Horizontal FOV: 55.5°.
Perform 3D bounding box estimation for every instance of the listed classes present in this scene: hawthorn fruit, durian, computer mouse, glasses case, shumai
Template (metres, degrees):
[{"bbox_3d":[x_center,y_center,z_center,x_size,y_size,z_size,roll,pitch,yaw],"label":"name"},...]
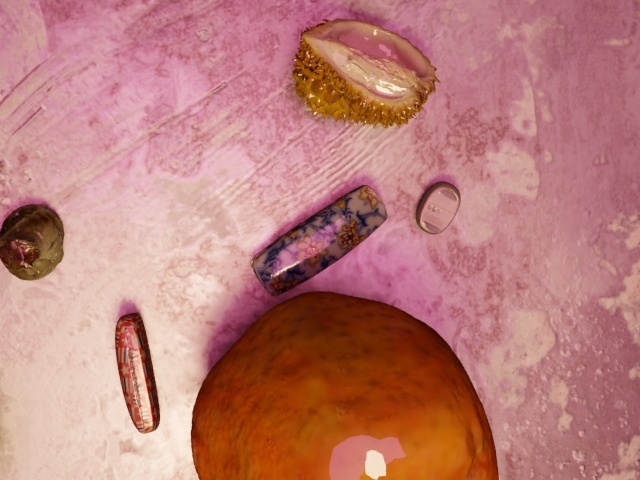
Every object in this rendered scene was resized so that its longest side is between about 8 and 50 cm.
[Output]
[{"bbox_3d":[0.034,0.309,0.874,0.471,0.472,0.472,0,93,-9],"label":"hawthorn fruit"},{"bbox_3d":[0.069,-0.265,1.000,0.249,0.183,0.138,10,128,-13],"label":"durian"},{"bbox_3d":[0.207,-0.058,1.075,0.066,0.039,0.096,28,96,-9],"label":"computer mouse"},{"bbox_3d":[-0.301,0.215,0.992,0.049,0.073,0.195,-10,94,-8],"label":"glasses case"},{"bbox_3d":[0.000,0.000,1.031,0.248,0.065,0.087,-33,96,-7],"label":"glasses case"},{"bbox_3d":[-0.462,0.004,0.949,0.099,0.087,0.124,1,92,-8],"label":"shumai"}]
